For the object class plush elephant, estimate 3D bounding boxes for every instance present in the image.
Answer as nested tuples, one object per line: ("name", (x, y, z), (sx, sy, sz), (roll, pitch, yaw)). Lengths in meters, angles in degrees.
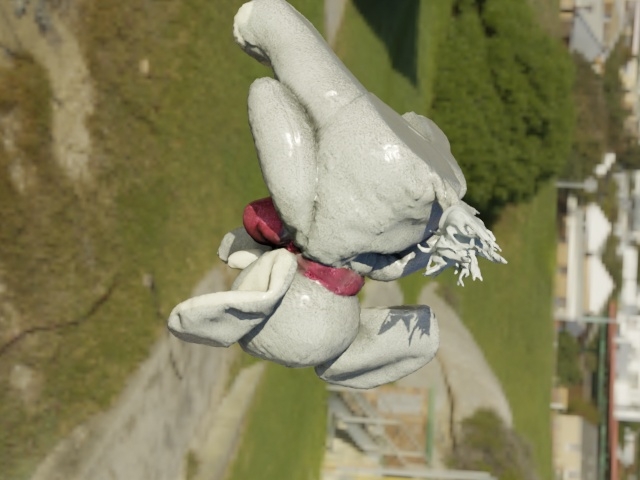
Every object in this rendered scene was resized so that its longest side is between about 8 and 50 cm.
("plush elephant", (0.000, 0.000, 1.096), (0.272, 0.255, 0.330), (32, 19, -39))
